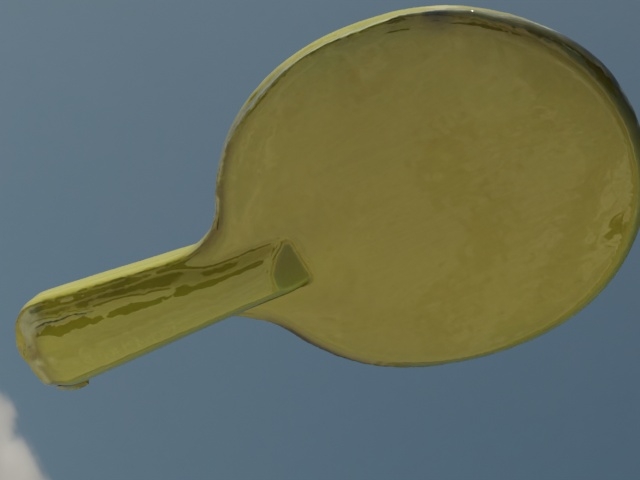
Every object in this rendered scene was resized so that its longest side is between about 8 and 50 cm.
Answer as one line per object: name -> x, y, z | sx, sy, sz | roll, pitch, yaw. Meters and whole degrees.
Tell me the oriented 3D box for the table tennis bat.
table tennis bat -> 0.000, 0.000, 1.031 | 0.369, 0.054, 0.224 | -22, -58, 15
